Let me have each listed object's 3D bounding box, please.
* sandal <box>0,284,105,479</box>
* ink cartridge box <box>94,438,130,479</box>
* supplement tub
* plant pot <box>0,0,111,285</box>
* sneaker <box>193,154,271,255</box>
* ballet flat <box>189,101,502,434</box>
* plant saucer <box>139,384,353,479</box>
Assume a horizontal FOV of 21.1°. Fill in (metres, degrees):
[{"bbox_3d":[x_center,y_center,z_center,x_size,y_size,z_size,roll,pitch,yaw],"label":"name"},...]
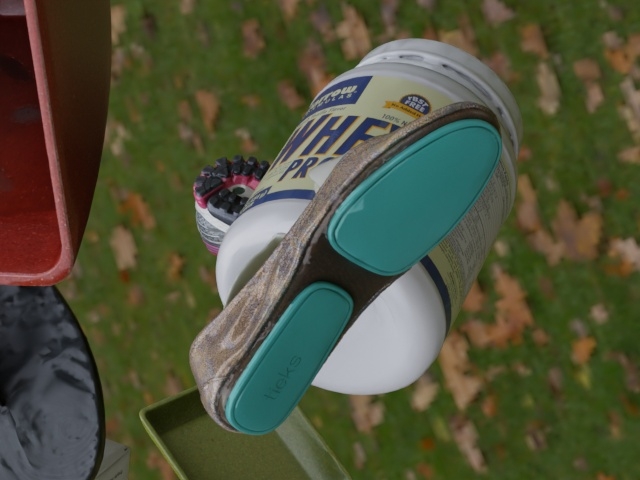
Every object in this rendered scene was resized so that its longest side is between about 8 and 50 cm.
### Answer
[{"bbox_3d":[-0.295,-0.012,1.049,0.445,0.167,0.107,56,-178,1],"label":"sandal"},{"bbox_3d":[-0.272,0.274,1.349,0.201,0.117,0.278,16,113,20],"label":"ink cartridge box"},{"bbox_3d":[0.061,-0.031,1.734,0.235,0.325,0.235,16,137,16],"label":"supplement tub"},{"bbox_3d":[-0.234,-0.153,0.887,0.235,0.267,0.267,-69,-21,-59],"label":"plant pot"},{"bbox_3d":[0.000,0.000,1.939,0.299,0.121,0.112,22,140,18],"label":"sneaker"},{"bbox_3d":[0.005,0.003,1.311,0.107,0.316,0.106,38,-173,-39],"label":"ballet flat"},{"bbox_3d":[-0.086,0.241,1.900,0.188,0.188,0.045,52,137,19],"label":"plant saucer"}]
